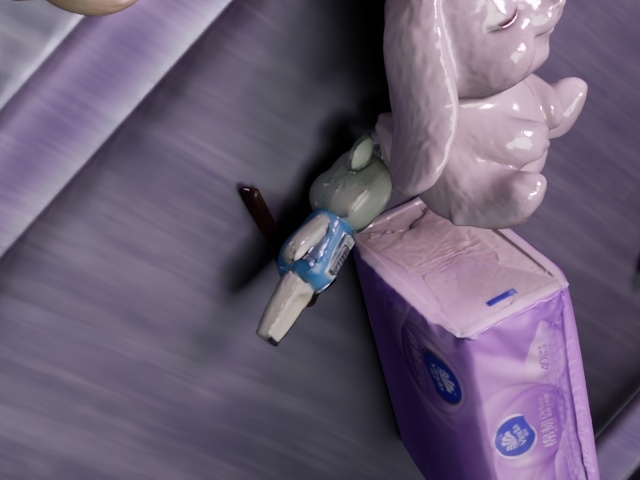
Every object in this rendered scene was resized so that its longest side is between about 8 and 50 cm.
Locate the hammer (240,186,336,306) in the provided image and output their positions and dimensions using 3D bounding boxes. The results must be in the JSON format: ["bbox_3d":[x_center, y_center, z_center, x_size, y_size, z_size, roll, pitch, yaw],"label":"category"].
[{"bbox_3d":[-0.041,0.002,1.843,0.065,0.021,0.178,-36,128,-10],"label":"hammer"}]

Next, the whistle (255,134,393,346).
[{"bbox_3d":[0.000,0.000,1.814,0.235,0.077,0.114,-58,155,-8],"label":"whistle"}]

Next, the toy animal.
[{"bbox_3d":[0.140,-0.177,1.711,0.271,0.206,0.265,-60,148,-42],"label":"toy animal"}]

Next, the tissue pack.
[{"bbox_3d":[0.169,0.146,1.916,0.160,0.242,0.338,-26,127,-15],"label":"tissue pack"}]

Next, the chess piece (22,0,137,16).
[{"bbox_3d":[-0.264,-0.272,1.461,0.300,0.167,0.167,10,111,-44],"label":"chess piece"}]
